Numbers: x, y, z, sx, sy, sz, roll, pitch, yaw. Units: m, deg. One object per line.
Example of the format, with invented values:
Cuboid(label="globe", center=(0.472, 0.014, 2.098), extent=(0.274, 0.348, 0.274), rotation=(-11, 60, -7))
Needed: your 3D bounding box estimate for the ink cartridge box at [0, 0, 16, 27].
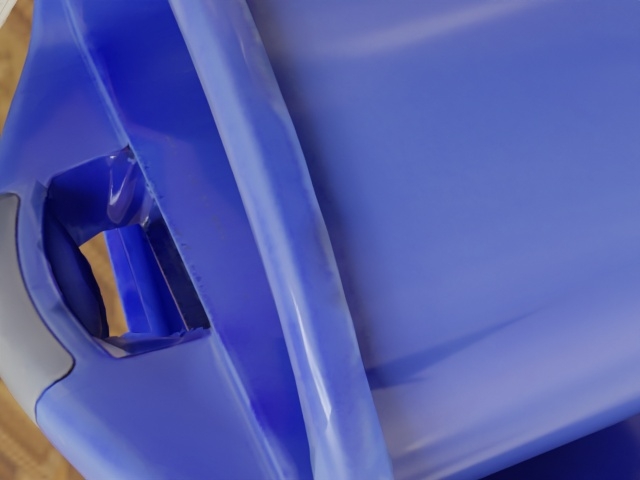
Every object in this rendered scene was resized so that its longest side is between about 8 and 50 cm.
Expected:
Cuboid(label="ink cartridge box", center=(-0.175, -0.118, 0.739), extent=(0.189, 0.232, 0.066), rotation=(-26, 81, -42))

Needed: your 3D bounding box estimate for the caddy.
Cuboid(label="caddy", center=(0.000, 0.000, 0.506), extent=(0.179, 0.341, 0.241), rotation=(-13, 122, -11))
